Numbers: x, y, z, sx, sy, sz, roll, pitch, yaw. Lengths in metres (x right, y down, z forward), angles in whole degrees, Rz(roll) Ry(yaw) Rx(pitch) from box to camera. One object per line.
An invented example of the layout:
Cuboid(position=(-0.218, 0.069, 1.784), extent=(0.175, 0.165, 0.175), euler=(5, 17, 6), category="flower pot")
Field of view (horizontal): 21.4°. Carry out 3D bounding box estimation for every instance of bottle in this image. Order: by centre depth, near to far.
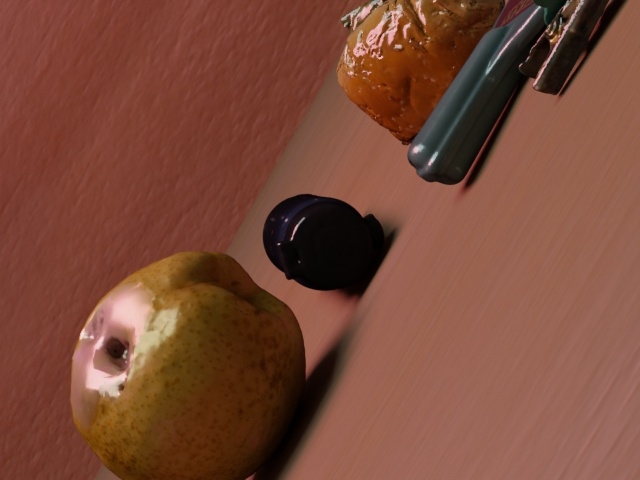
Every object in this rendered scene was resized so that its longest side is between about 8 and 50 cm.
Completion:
Cuboid(position=(0.000, 0.000, 1.334), extent=(0.244, 0.082, 0.072), euler=(-150, 45, -85), category="bottle")

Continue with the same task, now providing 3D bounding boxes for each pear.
Cuboid(position=(-0.091, 0.092, 1.196), extent=(0.178, 0.178, 0.178), euler=(-59, 6, 10), category="pear")

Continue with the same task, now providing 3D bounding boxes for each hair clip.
Cuboid(position=(0.152, -0.155, 0.908), extent=(0.173, 0.049, 0.049), euler=(-58, 6, 32), category="hair clip")

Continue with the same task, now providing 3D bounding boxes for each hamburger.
Cuboid(position=(0.065, -0.143, 1.326), extent=(0.176, 0.102, 0.087), euler=(128, 158, -52), category="hamburger")

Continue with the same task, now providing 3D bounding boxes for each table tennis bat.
Cuboid(position=(0.131, -0.139, 1.081), extent=(0.244, 0.040, 0.153), euler=(-57, 6, -12), category="table tennis bat")
